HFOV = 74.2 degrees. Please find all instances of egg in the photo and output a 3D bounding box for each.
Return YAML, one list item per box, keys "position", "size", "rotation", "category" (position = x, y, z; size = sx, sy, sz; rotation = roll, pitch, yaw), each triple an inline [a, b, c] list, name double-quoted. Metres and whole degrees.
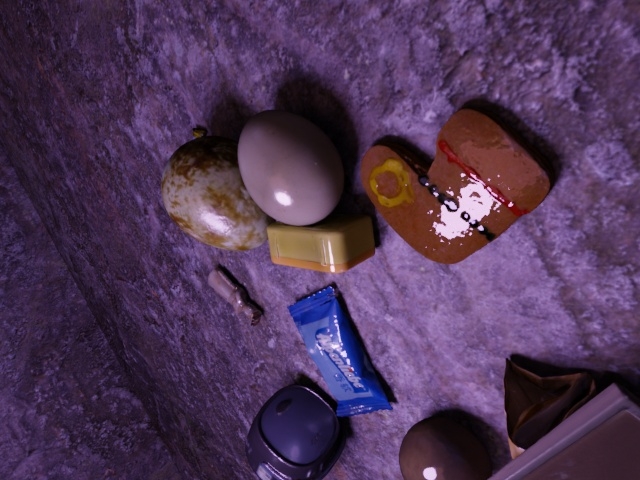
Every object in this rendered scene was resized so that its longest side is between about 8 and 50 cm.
- position: [-0.219, -0.101, 0.957]
  size: [0.289, 0.238, 0.238]
  rotation: [39, 134, 11]
  category: "egg"
- position: [-0.062, -0.145, 0.822]
  size: [0.254, 0.188, 0.189]
  rotation: [52, 137, 20]
  category: "egg"

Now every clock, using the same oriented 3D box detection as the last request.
- position: [0.000, 0.000, 0.876]
  size: [0.202, 0.143, 0.096]
  rotation: [5, 108, 42]
  category: "clock"

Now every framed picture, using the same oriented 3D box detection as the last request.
- position: [0.444, 0.419, 0.580]
  size: [0.446, 0.028, 0.326]
  rotation: [36, 113, -5]
  category: "framed picture"

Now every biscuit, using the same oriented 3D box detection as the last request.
- position: [-0.336, -0.172, 1.181]
  size: [0.048, 0.026, 0.292]
  rotation: [28, 129, 24]
  category: "biscuit"
- position: [0.199, -0.101, 0.702]
  size: [0.262, 0.052, 0.277]
  rotation: [52, 136, 8]
  category: "biscuit"

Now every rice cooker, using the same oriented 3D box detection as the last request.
- position: [-0.073, 0.557, 1.172]
  size: [0.267, 0.267, 0.225]
  rotation: [36, 133, 23]
  category: "rice cooker"

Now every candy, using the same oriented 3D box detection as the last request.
- position: [0.037, 0.285, 1.049]
  size: [0.187, 0.077, 0.331]
  rotation: [-27, 93, 40]
  category: "candy"

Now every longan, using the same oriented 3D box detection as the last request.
- position: [0.253, 0.453, 0.873]
  size: [0.189, 0.189, 0.189]
  rotation: [21, 125, 34]
  category: "longan"

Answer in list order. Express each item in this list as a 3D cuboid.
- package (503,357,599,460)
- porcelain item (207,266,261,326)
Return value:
- position: [0.404, 0.378, 0.694]
  size: [0.164, 0.221, 0.312]
  rotation: [-8, 108, 23]
  category: "package"
- position: [-0.252, 0.170, 1.266]
  size: [0.213, 0.054, 0.084]
  rotation: [38, 135, 23]
  category: "porcelain item"
